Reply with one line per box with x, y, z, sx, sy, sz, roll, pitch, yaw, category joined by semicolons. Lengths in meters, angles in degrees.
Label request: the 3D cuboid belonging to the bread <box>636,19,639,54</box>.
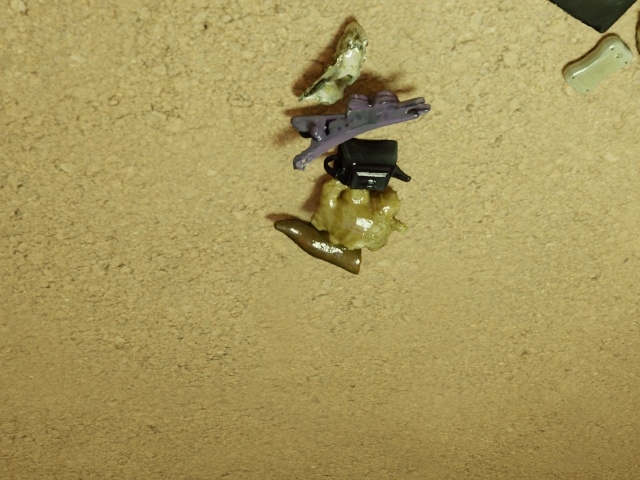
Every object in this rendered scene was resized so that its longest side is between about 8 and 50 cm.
0.730;-0.281;1.491;0.248;0.279;0.315;-27;125;11;bread

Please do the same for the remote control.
0.516;-0.327;1.571;0.074;0.032;0.122;29;127;-36;remote control

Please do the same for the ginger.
0.088;-0.050;1.777;0.216;0.102;0.157;15;109;-18;ginger

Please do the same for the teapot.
0.093;-0.139;1.674;0.177;0.096;0.087;3;139;-12;teapot

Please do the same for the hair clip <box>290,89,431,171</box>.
0.059;-0.224;1.558;0.278;0.090;0.137;-23;163;16;hair clip

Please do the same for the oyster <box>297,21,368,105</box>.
0.031;-0.306;1.511;0.200;0.061;0.106;-35;155;31;oyster

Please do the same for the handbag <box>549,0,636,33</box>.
0.461;-0.469;1.354;0.223;0.080;0.247;20;133;-29;handbag

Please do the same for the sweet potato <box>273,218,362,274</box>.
0.000;0.000;1.850;0.243;0.077;0.077;29;129;-25;sweet potato
